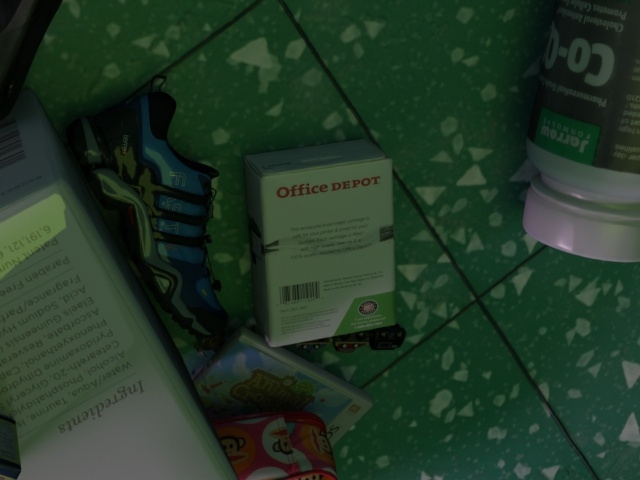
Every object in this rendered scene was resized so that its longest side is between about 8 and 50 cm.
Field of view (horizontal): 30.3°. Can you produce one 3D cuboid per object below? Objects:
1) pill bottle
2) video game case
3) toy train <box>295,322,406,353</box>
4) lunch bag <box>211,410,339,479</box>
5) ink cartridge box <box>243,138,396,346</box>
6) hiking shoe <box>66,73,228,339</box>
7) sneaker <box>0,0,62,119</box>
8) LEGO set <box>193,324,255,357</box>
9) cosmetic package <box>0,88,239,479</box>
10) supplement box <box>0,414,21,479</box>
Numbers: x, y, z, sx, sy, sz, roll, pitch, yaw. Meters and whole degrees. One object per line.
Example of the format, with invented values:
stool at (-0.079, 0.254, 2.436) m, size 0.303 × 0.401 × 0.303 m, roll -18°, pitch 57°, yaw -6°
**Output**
pill bottle at (0.358, -0.170, 1.395) m, size 0.204 × 0.204 × 0.360 m, roll 1°, pitch 110°, yaw -20°
video game case at (-0.073, 0.220, 1.472) m, size 0.212 × 0.023 × 0.193 m, roll 31°, pitch 112°, yaw -27°
toy train at (0.034, 0.125, 1.499) m, size 0.158 × 0.027 × 0.036 m, roll 2°, pitch 121°, yaw -21°
lunch bag at (-0.124, 0.332, 1.437) m, size 0.293 × 0.120 × 0.258 m, roll -7°, pitch 137°, yaw -11°
ink cartridge box at (0.000, 0.000, 1.397) m, size 0.160 × 0.092 × 0.219 m, roll -9°, pitch 113°, yaw -15°
hiking shoe at (-0.159, -0.023, 1.319) m, size 0.132 × 0.113 × 0.304 m, roll -29°, pitch 118°, yaw -6°
sneaker at (-0.334, -0.242, 1.180) m, size 0.130 × 0.087 × 0.227 m, roll 24°, pitch 82°, yaw 3°
LEGO set at (-0.120, 0.121, 1.447) m, size 0.083 × 0.023 × 0.054 m, roll 9°, pitch 110°, yaw -37°
cosmetic package at (-0.328, 0.121, 1.193) m, size 0.327 × 0.329 × 0.393 m, roll -28°, pitch 117°, yaw -7°
supplement box at (-0.299, 0.197, 1.001) m, size 0.056 × 0.083 × 0.083 m, roll 26°, pitch 102°, yaw -25°
